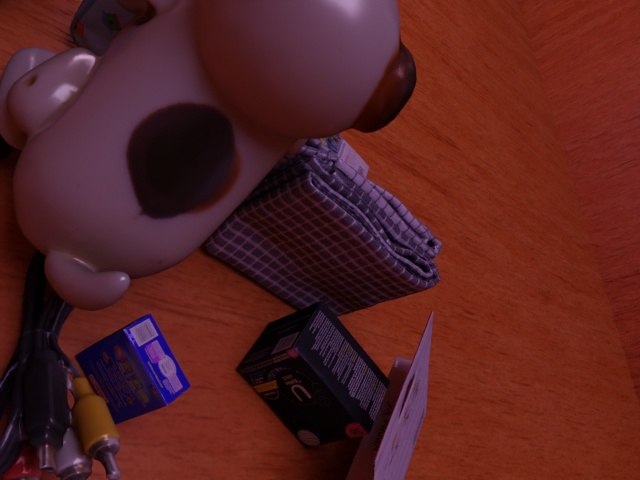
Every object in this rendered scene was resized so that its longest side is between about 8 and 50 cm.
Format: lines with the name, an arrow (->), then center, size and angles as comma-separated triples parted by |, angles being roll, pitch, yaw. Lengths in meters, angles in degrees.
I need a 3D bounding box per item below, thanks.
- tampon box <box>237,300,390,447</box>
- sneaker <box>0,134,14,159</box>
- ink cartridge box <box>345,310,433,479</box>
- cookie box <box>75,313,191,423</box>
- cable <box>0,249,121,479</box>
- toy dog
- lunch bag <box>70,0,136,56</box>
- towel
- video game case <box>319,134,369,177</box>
tampon box -> -0.007, 0.187, 0.811 | 0.161, 0.121, 0.101 | 51, 39, -13
sneaker -> -0.394, -0.186, 0.587 | 0.228, 0.132, 0.086 | 46, 42, -20
ink cartridge box -> 0.093, 0.265, 0.825 | 0.275, 0.060, 0.238 | -55, 148, -48
cookie box -> -0.203, 0.140, 0.631 | 0.040, 0.107, 0.091 | -31, 94, -54
cable -> -0.278, 0.127, 0.593 | 0.072, 0.140, 0.287 | 65, 4, -51
toy dog -> -0.118, -0.155, 0.584 | 0.284, 0.408, 0.395 | 49, 24, -25
lunch bag -> -0.174, -0.279, 0.815 | 0.279, 0.224, 0.107 | 32, 48, -31
towel -> 0.000, 0.000, 0.842 | 0.284, 0.235, 0.121 | 37, 51, -29
video game case -> -0.012, -0.123, 1.050 | 0.210, 0.042, 0.232 | 42, 43, -24
